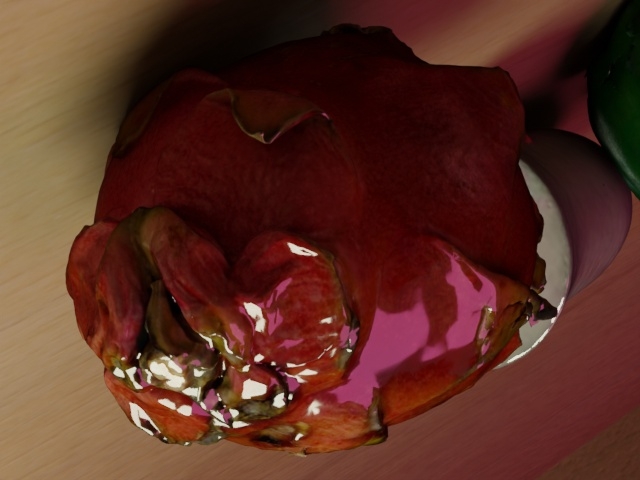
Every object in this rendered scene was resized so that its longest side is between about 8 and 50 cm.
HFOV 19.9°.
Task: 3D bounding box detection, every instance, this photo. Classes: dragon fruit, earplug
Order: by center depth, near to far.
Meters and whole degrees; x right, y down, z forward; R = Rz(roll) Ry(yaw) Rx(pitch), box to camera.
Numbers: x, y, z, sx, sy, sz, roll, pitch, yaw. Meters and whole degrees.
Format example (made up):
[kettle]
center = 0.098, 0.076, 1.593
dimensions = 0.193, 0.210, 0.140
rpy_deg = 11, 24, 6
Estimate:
[dragon fruit]
center = 0.003, 0.000, 0.967
dimensions = 0.315, 0.250, 0.250
rpy_deg = -3, 144, -35
[earplug]
center = 0.159, -0.018, 1.390
dimensions = 0.172, 0.172, 0.301
rpy_deg = -49, 167, 27

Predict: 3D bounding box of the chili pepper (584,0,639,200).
[chili pepper]
center = 0.344, -0.099, 1.397
dimensions = 0.233, 0.256, 0.248
rpy_deg = -42, 166, 25
